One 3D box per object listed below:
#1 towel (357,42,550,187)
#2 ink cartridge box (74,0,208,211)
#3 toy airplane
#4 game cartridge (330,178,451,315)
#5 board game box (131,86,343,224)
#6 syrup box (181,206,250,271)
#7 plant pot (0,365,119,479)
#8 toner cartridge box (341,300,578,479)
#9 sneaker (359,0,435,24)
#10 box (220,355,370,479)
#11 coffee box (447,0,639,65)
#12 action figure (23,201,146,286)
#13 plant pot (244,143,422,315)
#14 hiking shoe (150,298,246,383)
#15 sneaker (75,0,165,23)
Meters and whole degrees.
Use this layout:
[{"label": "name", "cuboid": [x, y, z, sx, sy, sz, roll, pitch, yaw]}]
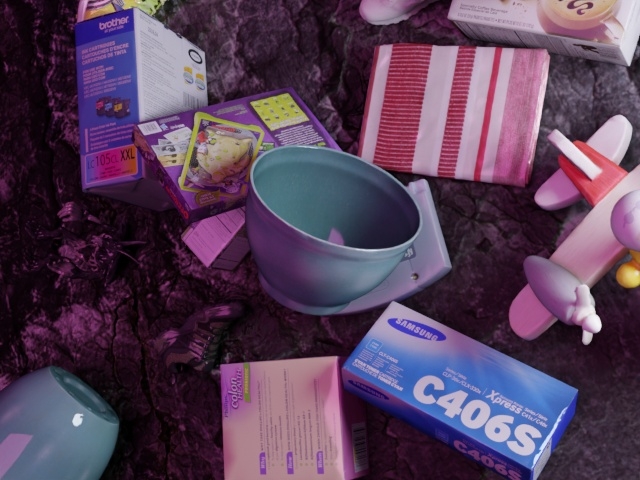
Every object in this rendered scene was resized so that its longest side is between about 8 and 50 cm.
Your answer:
[{"label": "towel", "cuboid": [0.231, -0.229, 1.539, 0.329, 0.037, 0.237, 10, 90, 29]}, {"label": "ink cartridge box", "cuboid": [-0.342, -0.275, 1.700, 0.151, 0.270, 0.396, -7, 80, 21]}, {"label": "toy airplane", "cuboid": [0.468, -0.037, 1.259, 0.384, 0.272, 0.386, 0, 84, 27]}, {"label": "game cartridge", "cuboid": [0.084, 0.028, 1.569, 0.294, 0.060, 0.196, -20, 72, 24]}, {"label": "board game box", "cuboid": [-0.140, -0.164, 1.565, 0.208, 0.346, 0.056, 51, 142, 26]}, {"label": "syrup box", "cuboid": [-0.150, -0.058, 1.673, 0.096, 0.093, 0.237, 46, 104, 24]}, {"label": "plant pot", "cuboid": [-0.545, 0.394, 1.717, 0.293, 0.293, 0.235, 39, 85, 25]}, {"label": "toner cartridge box", "cuboid": [0.222, 0.244, 1.412, 0.347, 0.075, 0.165, 24, 56, 27]}, {"label": "sneaker", "cuboid": [0.168, -0.469, 1.568, 0.235, 0.095, 0.090, -20, 77, 25]}, {"label": "box", "cuboid": [-0.047, 0.322, 1.559, 0.243, 0.117, 0.214, -8, 80, 25]}, {"label": "coffee box", "cuboid": [0.383, -0.409, 1.436, 0.297, 0.119, 0.168, 18, 93, 27]}, {"label": "action figure", "cuboid": [-0.512, 0.015, 1.823, 0.275, 0.141, 0.164, -3, 71, 28]}, {"label": "plant pot", "cuboid": [0.000, 0.000, 1.452, 0.293, 0.293, 0.196, 38, 127, 25]}, {"label": "hiking shoe", "cuboid": [-0.222, 0.196, 1.695, 0.227, 0.086, 0.114, -30, 84, 26]}, {"label": "sneaker", "cuboid": [-0.388, -0.535, 1.829, 0.147, 0.145, 0.385, 31, 99, 27]}]
